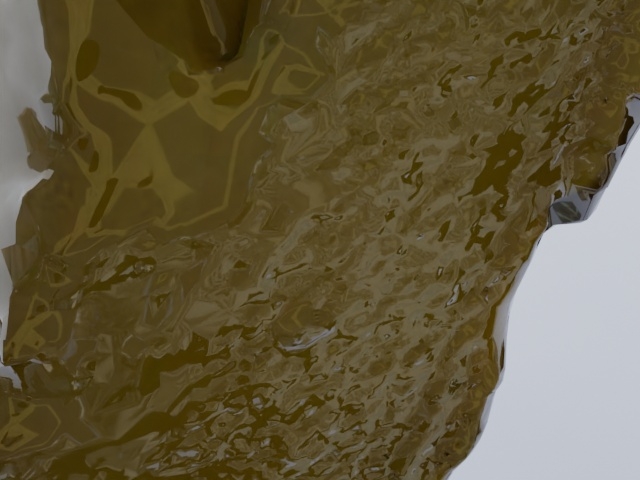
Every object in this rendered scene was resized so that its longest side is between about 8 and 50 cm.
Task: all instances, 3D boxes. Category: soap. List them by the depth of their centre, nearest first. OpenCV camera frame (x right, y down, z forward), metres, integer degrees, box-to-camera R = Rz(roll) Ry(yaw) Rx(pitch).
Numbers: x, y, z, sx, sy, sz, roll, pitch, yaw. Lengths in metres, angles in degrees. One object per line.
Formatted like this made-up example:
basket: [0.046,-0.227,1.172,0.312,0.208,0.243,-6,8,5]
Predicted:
soap: [0.000,0.000,0.420,0.169,0.304,0.339,-8,-88,-35]
